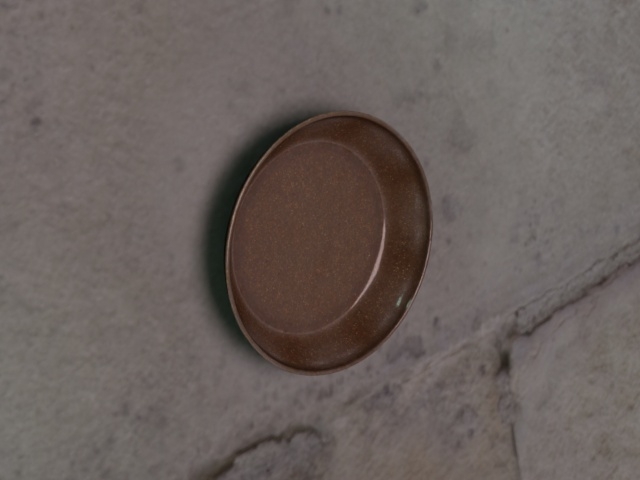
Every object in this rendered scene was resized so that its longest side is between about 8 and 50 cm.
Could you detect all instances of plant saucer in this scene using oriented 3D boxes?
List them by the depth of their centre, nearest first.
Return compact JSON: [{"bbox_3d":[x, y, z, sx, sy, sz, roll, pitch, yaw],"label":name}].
[{"bbox_3d":[0.000,0.000,1.297,0.198,0.036,0.199,-12,109,-37],"label":"plant saucer"}]
